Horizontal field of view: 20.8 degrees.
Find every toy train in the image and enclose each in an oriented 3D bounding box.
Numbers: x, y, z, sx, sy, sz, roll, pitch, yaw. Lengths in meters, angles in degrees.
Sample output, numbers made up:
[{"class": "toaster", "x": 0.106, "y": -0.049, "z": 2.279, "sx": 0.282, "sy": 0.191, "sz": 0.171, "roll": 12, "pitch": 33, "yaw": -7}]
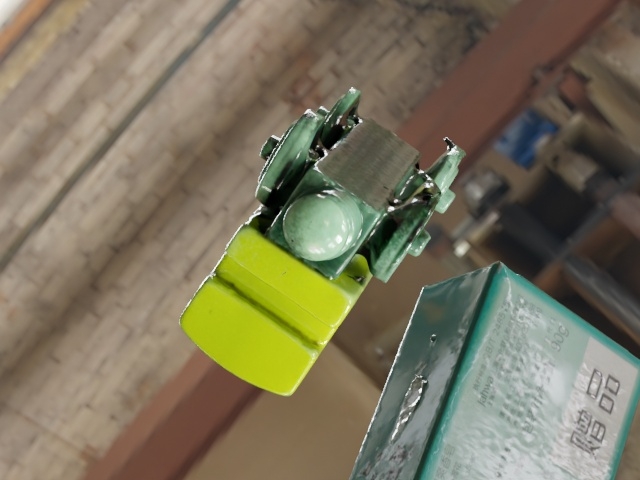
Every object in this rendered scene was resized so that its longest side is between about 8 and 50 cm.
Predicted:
[{"class": "toy train", "x": 0.000, "y": 0.000, "z": 1.765, "sx": 0.272, "sy": 0.179, "sz": 0.442, "roll": -56, "pitch": 178, "yaw": 15}]

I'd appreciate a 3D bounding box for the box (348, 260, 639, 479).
[{"class": "box", "x": 0.112, "y": 0.158, "z": 1.188, "sx": 0.092, "sy": 0.153, "sz": 0.245, "roll": -20, "pitch": -139, "yaw": 55}]
